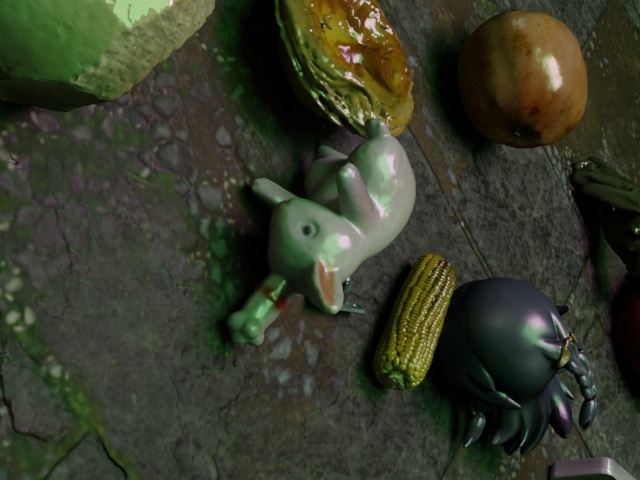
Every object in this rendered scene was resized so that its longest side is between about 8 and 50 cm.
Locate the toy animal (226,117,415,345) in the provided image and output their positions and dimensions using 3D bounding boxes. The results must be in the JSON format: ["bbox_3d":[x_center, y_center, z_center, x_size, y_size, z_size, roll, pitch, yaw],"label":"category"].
[{"bbox_3d":[-0.002,-0.016,1.041,0.282,0.140,0.138,-42,110,-40],"label":"toy animal"}]

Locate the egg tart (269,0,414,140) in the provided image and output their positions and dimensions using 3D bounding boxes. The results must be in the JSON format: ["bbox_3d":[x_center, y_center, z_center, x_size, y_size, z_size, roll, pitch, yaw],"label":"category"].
[{"bbox_3d":[0.020,-0.220,1.164,0.241,0.106,0.241,31,46,-39],"label":"egg tart"}]

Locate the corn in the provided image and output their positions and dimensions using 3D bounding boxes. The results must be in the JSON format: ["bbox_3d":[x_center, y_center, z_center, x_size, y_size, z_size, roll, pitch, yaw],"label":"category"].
[{"bbox_3d":[0.120,0.099,1.214,0.072,0.072,0.203,50,45,-27],"label":"corn"}]

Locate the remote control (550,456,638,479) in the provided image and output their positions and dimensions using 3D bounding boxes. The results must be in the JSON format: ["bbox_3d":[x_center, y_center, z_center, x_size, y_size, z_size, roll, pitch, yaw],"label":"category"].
[{"bbox_3d":[0.455,0.396,1.490,0.250,0.103,0.034,40,49,-36],"label":"remote control"}]

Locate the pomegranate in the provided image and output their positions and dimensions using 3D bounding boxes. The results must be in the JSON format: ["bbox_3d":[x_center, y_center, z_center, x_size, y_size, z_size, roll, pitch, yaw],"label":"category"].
[{"bbox_3d":[0.301,-0.238,1.432,0.207,0.207,0.207,19,65,-45],"label":"pomegranate"}]

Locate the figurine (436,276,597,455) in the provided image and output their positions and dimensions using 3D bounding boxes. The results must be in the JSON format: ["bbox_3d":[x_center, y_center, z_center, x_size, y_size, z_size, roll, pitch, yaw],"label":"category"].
[{"bbox_3d":[0.261,0.168,1.292,0.265,0.197,0.175,40,26,-30],"label":"figurine"}]

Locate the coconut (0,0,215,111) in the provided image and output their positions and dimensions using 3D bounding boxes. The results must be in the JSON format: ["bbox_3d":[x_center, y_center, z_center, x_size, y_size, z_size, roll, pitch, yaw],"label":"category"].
[{"bbox_3d":[-0.225,-0.243,0.795,0.244,0.239,0.239,52,45,-26],"label":"coconut"}]

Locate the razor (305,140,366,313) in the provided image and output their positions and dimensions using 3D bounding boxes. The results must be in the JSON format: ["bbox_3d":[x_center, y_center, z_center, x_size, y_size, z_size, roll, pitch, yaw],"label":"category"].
[{"bbox_3d":[0.018,-0.020,1.160,0.084,0.035,0.211,13,69,-49],"label":"razor"}]

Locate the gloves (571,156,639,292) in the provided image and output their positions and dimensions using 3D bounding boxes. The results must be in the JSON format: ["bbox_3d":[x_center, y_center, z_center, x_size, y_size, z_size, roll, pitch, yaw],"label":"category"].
[{"bbox_3d":[0.529,-0.036,1.688,0.107,0.135,0.268,-19,67,-9],"label":"gloves"}]

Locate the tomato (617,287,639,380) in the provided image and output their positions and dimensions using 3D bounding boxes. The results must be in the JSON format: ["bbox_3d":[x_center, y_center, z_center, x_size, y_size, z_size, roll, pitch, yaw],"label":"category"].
[{"bbox_3d":[0.667,0.159,1.722,0.270,0.222,0.270,24,58,-45],"label":"tomato"}]
